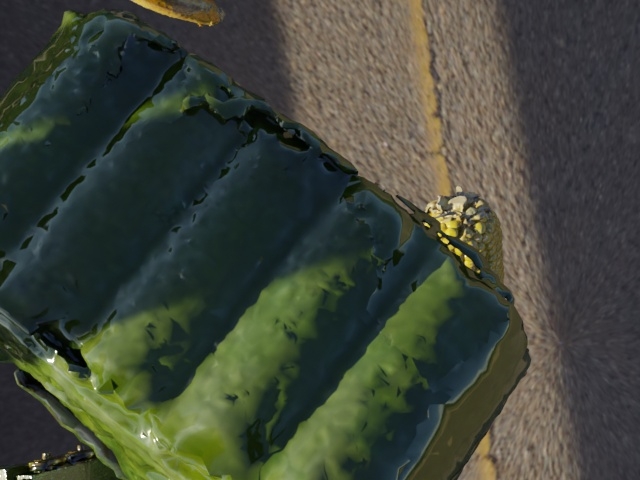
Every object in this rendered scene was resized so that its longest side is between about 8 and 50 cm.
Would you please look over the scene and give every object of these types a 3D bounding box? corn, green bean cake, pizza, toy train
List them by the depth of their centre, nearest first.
[{"bbox_3d":[-0.066,0.056,0.687,0.335,0.319,0.218,34,79,13],"label":"green bean cake"},{"bbox_3d":[-0.204,-0.314,1.394,0.178,0.131,0.041,15,125,-21],"label":"pizza"},{"bbox_3d":[0.201,0.078,1.575,0.106,0.106,0.305,-2,121,12],"label":"corn"},{"bbox_3d":[-0.349,0.327,1.585,0.137,0.225,0.090,-13,83,39],"label":"toy train"}]

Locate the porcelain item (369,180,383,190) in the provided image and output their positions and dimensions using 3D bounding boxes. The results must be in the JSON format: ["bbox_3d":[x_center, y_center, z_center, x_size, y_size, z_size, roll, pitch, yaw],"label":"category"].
[{"bbox_3d":[0.000,0.000,1.610,0.141,0.259,0.141,16,120,30],"label":"porcelain item"}]

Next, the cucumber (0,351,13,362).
[{"bbox_3d":[-0.209,0.051,0.988,0.145,0.325,0.105,21,118,51],"label":"cucumber"}]
